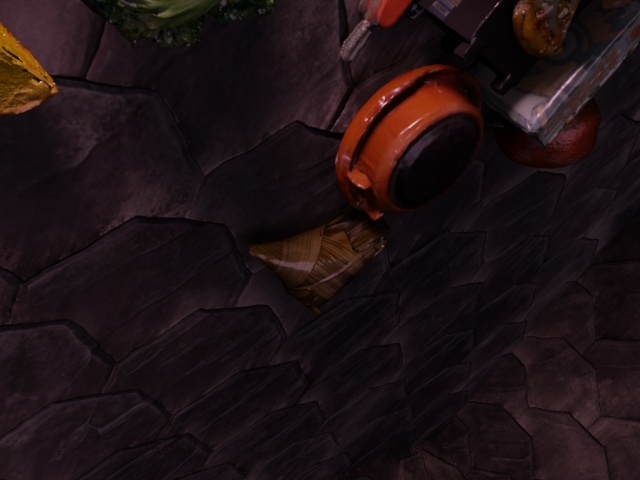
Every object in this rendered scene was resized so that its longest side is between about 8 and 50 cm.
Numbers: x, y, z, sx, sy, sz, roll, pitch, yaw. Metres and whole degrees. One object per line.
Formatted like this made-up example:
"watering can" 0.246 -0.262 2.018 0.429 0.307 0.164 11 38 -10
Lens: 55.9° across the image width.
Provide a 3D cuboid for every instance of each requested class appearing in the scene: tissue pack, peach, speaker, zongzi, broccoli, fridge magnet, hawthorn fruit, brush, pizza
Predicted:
"tissue pack" 0.482 -0.382 1.252 0.128 0.228 0.311 17 118 -51
"peach" -0.407 -0.214 0.710 0.127 0.092 0.172 -51 157 26
"speaker" 0.319 -0.434 1.077 0.254 0.184 0.232 -50 146 19
"zongzi" 0.000 0.000 1.339 0.286 0.134 0.288 -46 139 -1
"broccoli" -0.157 -0.343 0.677 0.294 0.245 0.265 -29 134 -61
"fridge magnet" 0.197 -0.195 1.260 0.364 0.155 0.363 -26 145 -20
"hawthorn fruit" 0.528 -0.268 1.421 0.263 0.235 0.231 -46 121 -17
"brush" 0.136 -0.436 1.012 0.070 0.051 0.323 10 123 -52
"pizza" 0.406 -0.389 1.017 0.176 0.036 0.185 -46 147 11

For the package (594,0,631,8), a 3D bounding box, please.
"package" 0.495 -0.571 1.027 0.221 0.165 0.311 1 148 16
